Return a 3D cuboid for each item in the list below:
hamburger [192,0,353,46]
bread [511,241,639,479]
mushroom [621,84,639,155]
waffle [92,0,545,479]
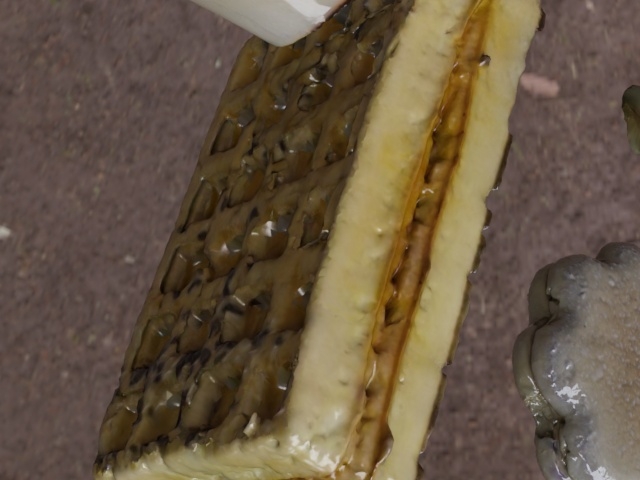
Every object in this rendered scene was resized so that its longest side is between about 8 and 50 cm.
[{"bbox_3d":[0.018,-0.171,0.580,0.116,0.173,0.210,46,116,-6],"label":"hamburger"},{"bbox_3d":[0.301,0.128,1.721,0.183,0.337,0.102,38,139,-20],"label":"bread"},{"bbox_3d":[0.411,-0.104,1.233,0.217,0.292,0.212,-10,107,-21],"label":"mushroom"},{"bbox_3d":[0.000,0.000,0.990,0.114,0.376,0.261,32,150,-26],"label":"waffle"}]
